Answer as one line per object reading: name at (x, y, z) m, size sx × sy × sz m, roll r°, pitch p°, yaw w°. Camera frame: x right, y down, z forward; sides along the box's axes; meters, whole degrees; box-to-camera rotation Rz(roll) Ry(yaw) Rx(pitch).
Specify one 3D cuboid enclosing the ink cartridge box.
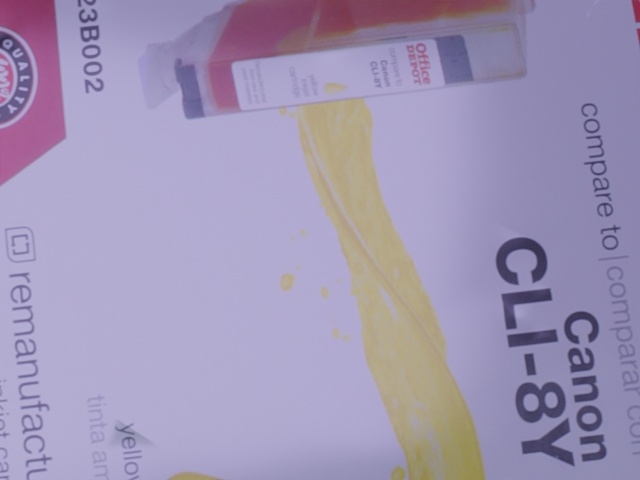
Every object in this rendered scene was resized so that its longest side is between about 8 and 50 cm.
ink cartridge box at (0.000, 0.000, 0.541) m, size 0.385 × 0.160 × 0.279 m, roll -7°, pitch 82°, yaw -2°
